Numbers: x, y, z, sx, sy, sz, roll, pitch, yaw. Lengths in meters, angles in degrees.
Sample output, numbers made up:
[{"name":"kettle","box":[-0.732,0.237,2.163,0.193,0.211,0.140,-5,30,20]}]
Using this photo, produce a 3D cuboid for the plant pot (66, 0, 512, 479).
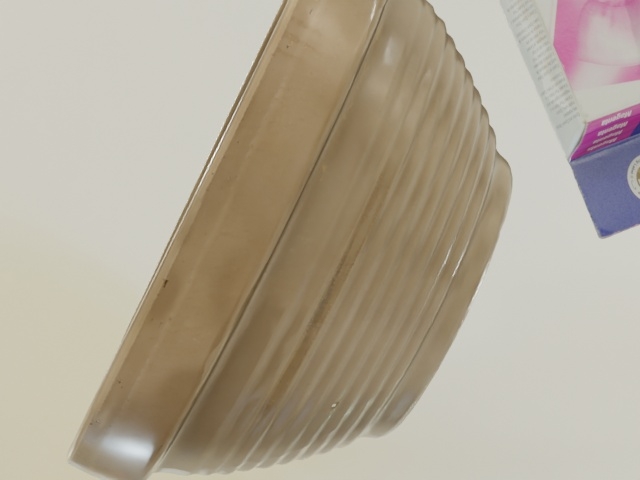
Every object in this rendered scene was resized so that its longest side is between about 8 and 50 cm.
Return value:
[{"name":"plant pot","box":[0.000,0.000,0.649,0.109,0.237,0.237,25,-35,-6]}]

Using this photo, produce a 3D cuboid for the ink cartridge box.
[{"name":"ink cartridge box","box":[0.323,-0.209,1.447,0.330,0.324,0.071,67,-19,5]}]
